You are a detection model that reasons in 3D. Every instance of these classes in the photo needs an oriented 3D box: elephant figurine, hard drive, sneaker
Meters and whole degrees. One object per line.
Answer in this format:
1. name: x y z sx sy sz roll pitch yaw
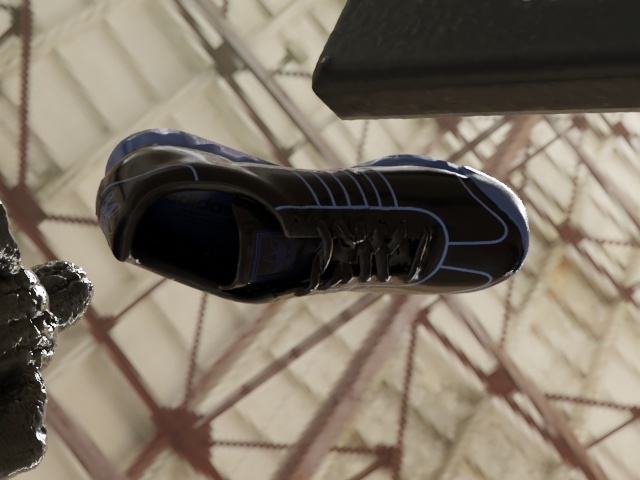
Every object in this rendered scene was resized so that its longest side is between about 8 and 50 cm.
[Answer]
1. elephant figurine: -0.191 0.046 0.752 0.239 0.169 0.186 -17 -136 -23
2. hard drive: 0.067 -0.076 0.434 0.022 0.135 0.094 43 -118 -38
3. sneaker: 0.000 0.000 0.847 0.232 0.081 0.090 7 -154 -8
